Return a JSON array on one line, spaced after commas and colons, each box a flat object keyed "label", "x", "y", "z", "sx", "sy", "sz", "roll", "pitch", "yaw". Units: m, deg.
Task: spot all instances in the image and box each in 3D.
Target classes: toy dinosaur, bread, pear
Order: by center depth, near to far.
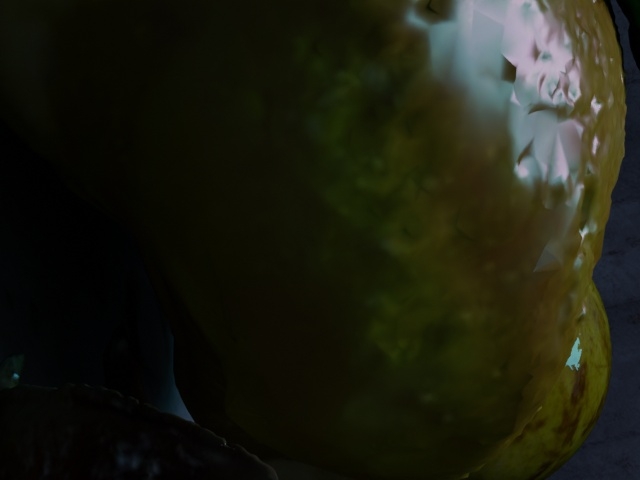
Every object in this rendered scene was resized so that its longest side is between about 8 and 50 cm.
[{"label": "toy dinosaur", "x": -0.033, "y": 0.151, "z": 0.484, "sx": 0.206, "sy": 0.113, "sz": 0.327, "roll": -96, "pitch": 171, "yaw": -59}, {"label": "bread", "x": 0.015, "y": -0.085, "z": 0.568, "sx": 0.394, "sy": 0.250, "sz": 0.361, "roll": -86, "pitch": 153, "yaw": -60}, {"label": "pear", "x": 0.109, "y": 0.082, "z": 1.055, "sx": 0.281, "sy": 0.280, "sz": 0.281, "roll": -12, "pitch": 90, "yaw": -83}]

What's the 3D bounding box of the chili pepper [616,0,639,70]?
[{"label": "chili pepper", "x": 0.152, "y": -0.119, "z": 0.531, "sx": 0.216, "sy": 0.062, "sz": 0.108, "roll": 52, "pitch": 27, "yaw": -57}]
